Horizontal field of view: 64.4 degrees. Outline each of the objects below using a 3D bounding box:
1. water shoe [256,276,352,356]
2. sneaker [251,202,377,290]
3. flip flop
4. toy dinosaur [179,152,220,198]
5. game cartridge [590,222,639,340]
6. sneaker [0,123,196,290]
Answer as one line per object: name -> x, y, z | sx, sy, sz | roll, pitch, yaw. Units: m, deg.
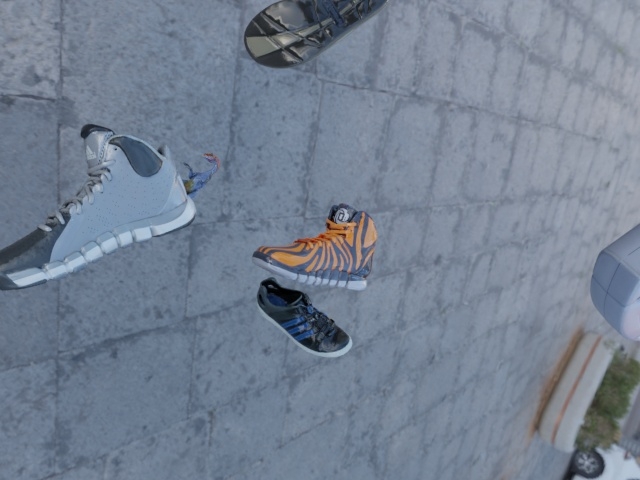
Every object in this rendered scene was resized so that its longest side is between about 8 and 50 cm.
water shoe -> -0.034, 0.141, 0.927 | 0.073, 0.203, 0.080 | -50, 159, -39
sneaker -> 0.000, 0.000, 1.091 | 0.321, 0.124, 0.180 | 11, 97, -47
flip flop -> -0.002, -0.388, 0.897 | 0.277, 0.080, 0.112 | -32, 96, -2
toy dinosaur -> -0.176, -0.084, 0.702 | 0.082, 0.047, 0.090 | -36, 176, -28
game cartridge -> 0.399, 0.026, 0.560 | 0.196, 0.060, 0.294 | -43, 143, 10
sneaker -> -0.245, -0.047, 0.521 | 0.228, 0.086, 0.132 | -29, 116, -42
